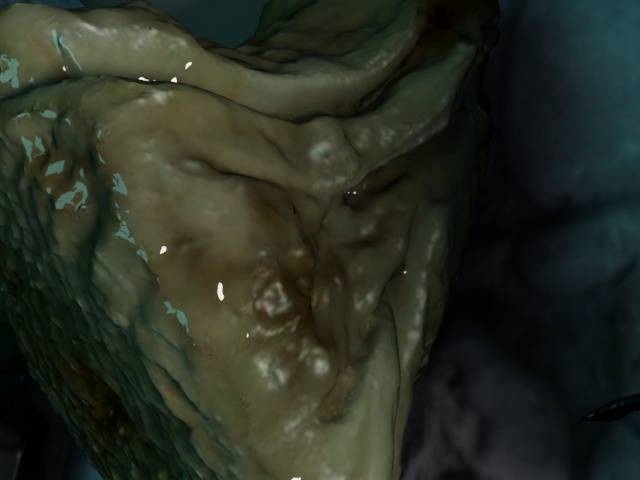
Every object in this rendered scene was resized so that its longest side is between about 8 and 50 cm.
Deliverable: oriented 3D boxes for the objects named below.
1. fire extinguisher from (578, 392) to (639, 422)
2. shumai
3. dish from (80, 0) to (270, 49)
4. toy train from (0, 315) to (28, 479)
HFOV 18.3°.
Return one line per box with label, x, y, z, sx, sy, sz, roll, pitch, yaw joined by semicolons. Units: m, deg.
fire extinguisher;0.222;0.160;0.752;0.138;0.102;0.344;-54;51;21
shumai;0.000;0.000;0.916;0.304;0.263;0.309;45;157;23
dish;-0.093;-0.253;1.131;0.316;0.106;0.316;-5;84;48
toy train;-0.353;0.105;1.288;0.429;0.249;0.178;29;109;45
